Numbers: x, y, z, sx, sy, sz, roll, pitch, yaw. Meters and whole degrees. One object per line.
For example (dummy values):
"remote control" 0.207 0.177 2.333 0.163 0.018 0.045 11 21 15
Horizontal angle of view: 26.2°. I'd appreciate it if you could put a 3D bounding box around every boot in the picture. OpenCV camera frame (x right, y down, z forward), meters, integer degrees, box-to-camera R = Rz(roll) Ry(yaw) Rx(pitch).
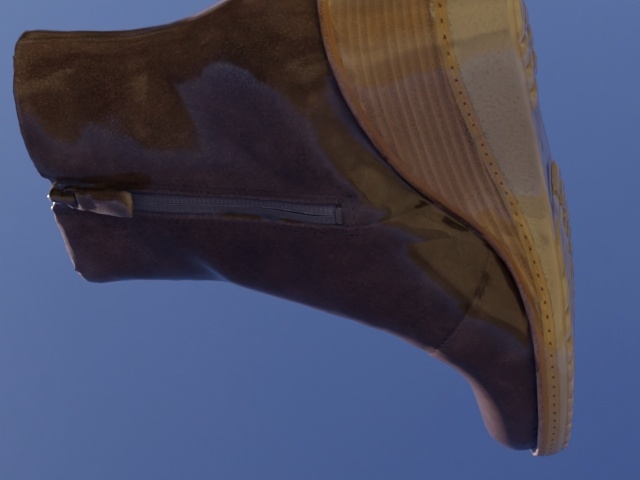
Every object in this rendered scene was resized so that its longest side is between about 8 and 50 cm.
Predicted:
"boot" 0.000 0.000 0.591 0.206 0.248 0.090 -7 -145 14
